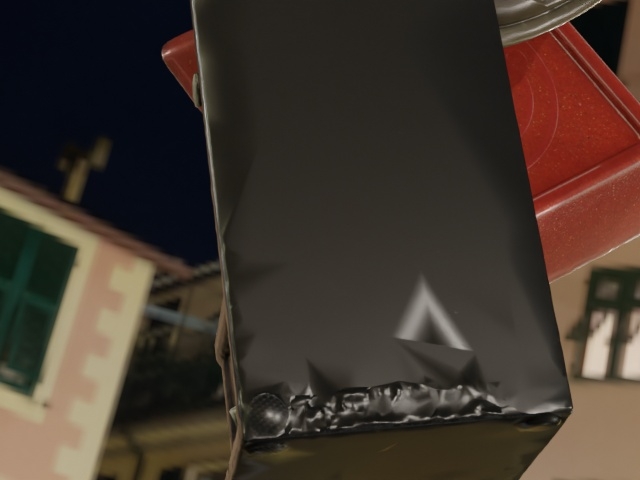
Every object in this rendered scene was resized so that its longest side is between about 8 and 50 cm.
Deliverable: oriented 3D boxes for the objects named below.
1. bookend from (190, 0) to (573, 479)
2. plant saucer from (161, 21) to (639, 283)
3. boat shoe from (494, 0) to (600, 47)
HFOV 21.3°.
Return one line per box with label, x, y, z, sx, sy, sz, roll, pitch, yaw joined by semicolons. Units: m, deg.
bookend;0.000;0.000;0.448;0.072;0.157;0.156;-4;-23;-9
plant saucer;0.076;-0.084;1.053;0.259;0.258;0.048;54;-28;20
boat shoe;0.114;-0.191;0.877;0.111;0.307;0.104;50;-32;-14
